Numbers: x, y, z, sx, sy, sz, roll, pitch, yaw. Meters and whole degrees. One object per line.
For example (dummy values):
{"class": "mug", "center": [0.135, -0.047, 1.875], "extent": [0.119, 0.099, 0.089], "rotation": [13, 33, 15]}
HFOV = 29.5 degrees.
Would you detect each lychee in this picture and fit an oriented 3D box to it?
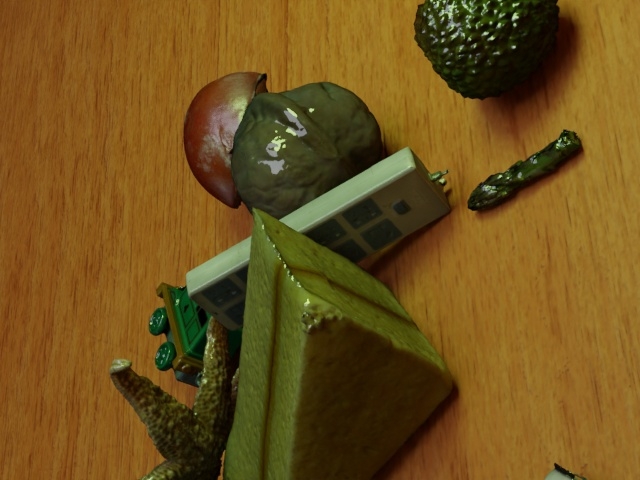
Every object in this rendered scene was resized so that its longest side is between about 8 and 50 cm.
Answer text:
{"class": "lychee", "center": [0.202, -0.247, 1.433], "extent": [0.171, 0.171, 0.171], "rotation": [-29, 49, 40]}

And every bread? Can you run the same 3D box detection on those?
{"class": "bread", "center": [-0.054, 0.198, 1.435], "extent": [0.362, 0.245, 0.233], "rotation": [-53, 35, 14]}

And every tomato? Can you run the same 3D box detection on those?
{"class": "tomato", "center": [-0.145, -0.150, 1.771], "extent": [0.228, 0.112, 0.199], "rotation": [93, -171, -76]}

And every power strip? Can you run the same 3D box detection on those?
{"class": "power strip", "center": [0.000, 0.000, 1.511], "extent": [0.367, 0.106, 0.043], "rotation": [-30, 46, 16]}

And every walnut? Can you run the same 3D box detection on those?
{"class": "walnut", "center": [-0.019, -0.109, 1.591], "extent": [0.224, 0.224, 0.224], "rotation": [-29, 49, 40]}

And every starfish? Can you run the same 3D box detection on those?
{"class": "starfish", "center": [-0.176, 0.264, 1.583], "extent": [0.094, 0.375, 0.327], "rotation": [17, 122, 28]}

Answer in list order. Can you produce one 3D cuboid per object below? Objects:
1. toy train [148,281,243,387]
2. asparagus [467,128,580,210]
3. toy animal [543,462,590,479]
{"class": "toy train", "center": [-0.173, 0.122, 1.745], "extent": [0.136, 0.091, 0.228], "rotation": [-52, 32, 23]}
{"class": "asparagus", "center": [0.229, -0.077, 1.400], "extent": [0.165, 0.030, 0.036], "rotation": [-33, 56, 38]}
{"class": "toy animal", "center": [0.222, 0.280, 1.167], "extent": [0.085, 0.071, 0.124], "rotation": [22, 89, 54]}
